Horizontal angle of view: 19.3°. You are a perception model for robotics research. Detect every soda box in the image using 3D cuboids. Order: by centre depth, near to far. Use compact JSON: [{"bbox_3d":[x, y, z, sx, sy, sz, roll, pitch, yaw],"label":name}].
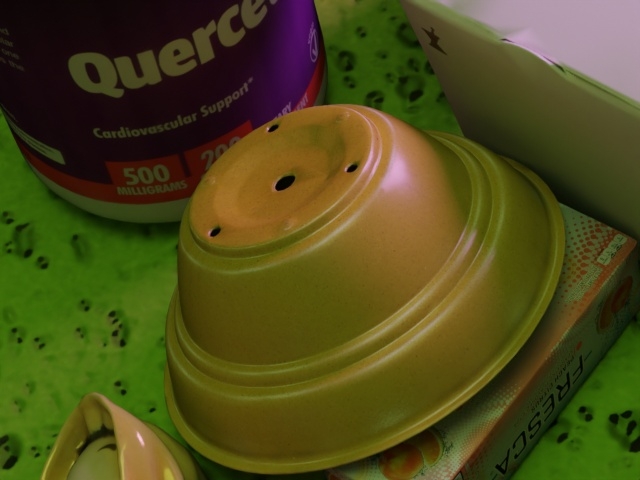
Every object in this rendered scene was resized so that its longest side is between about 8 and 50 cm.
[{"bbox_3d":[0.079,0.066,0.900,0.063,0.058,0.183,28,63,29],"label":"soda box"}]

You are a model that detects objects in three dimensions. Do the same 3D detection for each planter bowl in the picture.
[{"bbox_3d":[0.000,0.000,0.898,0.217,0.090,0.217,-21,36,16],"label":"planter bowl"}]

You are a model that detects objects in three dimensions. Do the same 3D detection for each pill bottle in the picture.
[{"bbox_3d":[-0.106,-0.165,0.940,0.181,0.323,0.182,-6,54,8],"label":"pill bottle"}]

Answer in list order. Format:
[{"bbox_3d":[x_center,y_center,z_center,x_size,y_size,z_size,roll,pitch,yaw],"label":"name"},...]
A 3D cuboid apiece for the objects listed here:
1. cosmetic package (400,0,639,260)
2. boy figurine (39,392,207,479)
[{"bbox_3d":[0.242,-0.165,0.939,0.365,0.155,0.197,-44,49,-11],"label":"cosmetic package"},{"bbox_3d":[-0.115,0.173,0.803,0.092,0.177,0.285,39,44,-11],"label":"boy figurine"}]
